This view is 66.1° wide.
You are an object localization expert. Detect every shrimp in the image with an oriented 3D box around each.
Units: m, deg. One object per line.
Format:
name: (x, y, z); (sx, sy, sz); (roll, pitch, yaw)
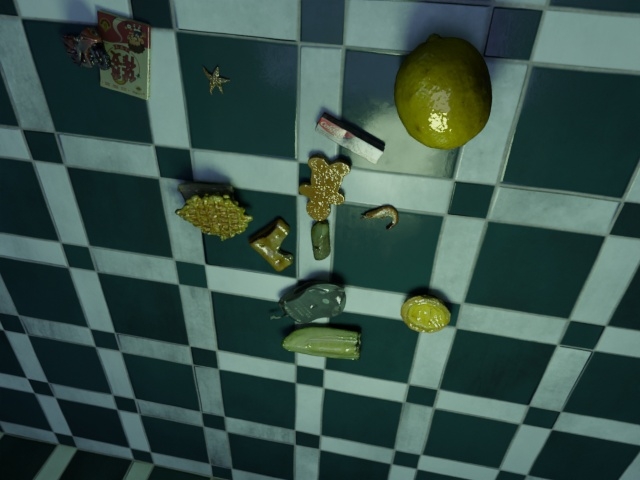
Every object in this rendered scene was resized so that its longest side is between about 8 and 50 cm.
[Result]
shrimp: (0.199, -0.072, 1.655); (0.127, 0.025, 0.091); (-7, 124, 15)

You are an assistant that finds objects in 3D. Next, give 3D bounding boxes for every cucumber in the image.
cucumber: (0.009, 0.412, 2.000); (0.325, 0.105, 0.145); (-1, 151, 13)

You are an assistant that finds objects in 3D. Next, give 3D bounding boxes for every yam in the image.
yam: (0.000, 0.000, 1.725); (0.069, 0.070, 0.146); (3, 127, 11)

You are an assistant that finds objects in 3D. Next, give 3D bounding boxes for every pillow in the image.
pillow: (-0.389, -0.150, 1.717); (0.208, 0.053, 0.119); (5, 135, 10)

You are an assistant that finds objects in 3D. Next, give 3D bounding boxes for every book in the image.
book: (-0.596, -0.559, 1.496); (0.162, 0.022, 0.232); (18, 126, 2)

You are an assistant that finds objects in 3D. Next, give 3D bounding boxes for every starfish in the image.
starfish: (-0.323, -0.485, 1.491); (0.086, 0.016, 0.092); (31, 128, -7)

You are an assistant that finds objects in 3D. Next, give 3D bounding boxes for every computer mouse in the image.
computer mouse: (-0.056, 0.238, 1.900); (0.379, 0.090, 0.167); (-23, 117, 33)

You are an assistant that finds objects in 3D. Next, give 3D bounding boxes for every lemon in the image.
lemon: (0.317, -0.375, 1.274); (0.260, 0.260, 0.284); (-10, 144, 19)

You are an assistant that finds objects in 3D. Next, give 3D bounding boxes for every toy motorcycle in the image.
toy motorcycle: (-0.696, -0.575, 1.456); (0.212, 0.084, 0.118); (20, 134, 31)

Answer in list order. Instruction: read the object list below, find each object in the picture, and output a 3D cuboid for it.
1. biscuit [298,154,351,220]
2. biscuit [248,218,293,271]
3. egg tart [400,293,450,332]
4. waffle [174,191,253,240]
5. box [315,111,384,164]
biscuit: (0.011, -0.171, 1.622); (0.158, 0.035, 0.240); (19, 126, 3)
biscuit: (-0.153, 0.023, 1.798); (0.174, 0.039, 0.183); (-30, 114, 27)
egg tart: (0.387, 0.264, 1.819); (0.191, 0.074, 0.191); (6, 127, 8)
waffle: (-0.364, -0.085, 1.701); (0.237, 0.059, 0.243); (-16, 144, 37)
box: (0.090, -0.311, 1.501); (0.218, 0.039, 0.055); (29, 127, -8)
